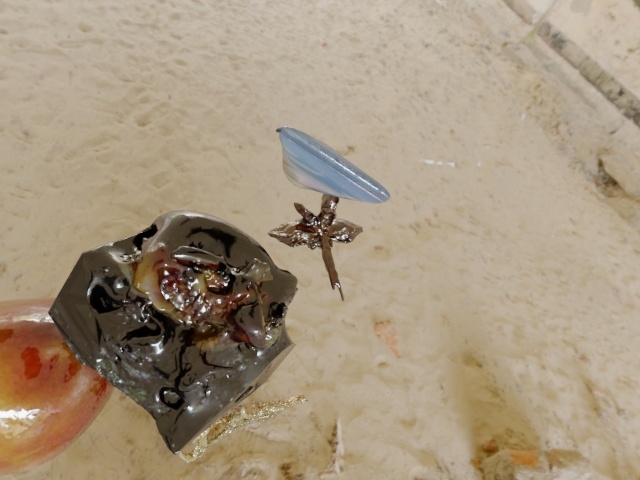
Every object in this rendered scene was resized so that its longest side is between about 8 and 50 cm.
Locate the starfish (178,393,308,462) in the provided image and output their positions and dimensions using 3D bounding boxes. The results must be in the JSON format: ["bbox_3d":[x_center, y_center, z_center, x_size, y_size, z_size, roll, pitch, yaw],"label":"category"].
[{"bbox_3d":[-0.167,0.387,0.963,0.303,0.299,0.060,-1,53,-47],"label":"starfish"}]

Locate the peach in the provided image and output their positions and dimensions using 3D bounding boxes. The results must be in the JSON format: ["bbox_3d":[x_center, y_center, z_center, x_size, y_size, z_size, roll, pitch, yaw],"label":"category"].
[{"bbox_3d":[-0.495,0.230,0.733,0.308,0.333,0.307,30,46,-36],"label":"peach"}]

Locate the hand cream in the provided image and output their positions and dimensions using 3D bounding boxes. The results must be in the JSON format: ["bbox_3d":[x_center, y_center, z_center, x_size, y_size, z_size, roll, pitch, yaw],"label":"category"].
[{"bbox_3d":[-0.004,-0.072,0.406,0.088,0.055,0.256,35,3,-12],"label":"hand cream"}]

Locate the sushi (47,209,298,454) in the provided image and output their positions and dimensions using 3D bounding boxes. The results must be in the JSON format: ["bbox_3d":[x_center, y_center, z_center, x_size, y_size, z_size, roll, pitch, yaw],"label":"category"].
[{"bbox_3d":[-0.149,0.081,0.568,0.227,0.212,0.215,42,15,12],"label":"sushi"}]

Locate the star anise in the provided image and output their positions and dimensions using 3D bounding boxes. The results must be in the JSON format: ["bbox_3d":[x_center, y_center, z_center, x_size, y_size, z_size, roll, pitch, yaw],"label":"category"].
[{"bbox_3d":[0.008,0.003,0.735,0.140,0.158,0.144,48,14,-39],"label":"star anise"}]
